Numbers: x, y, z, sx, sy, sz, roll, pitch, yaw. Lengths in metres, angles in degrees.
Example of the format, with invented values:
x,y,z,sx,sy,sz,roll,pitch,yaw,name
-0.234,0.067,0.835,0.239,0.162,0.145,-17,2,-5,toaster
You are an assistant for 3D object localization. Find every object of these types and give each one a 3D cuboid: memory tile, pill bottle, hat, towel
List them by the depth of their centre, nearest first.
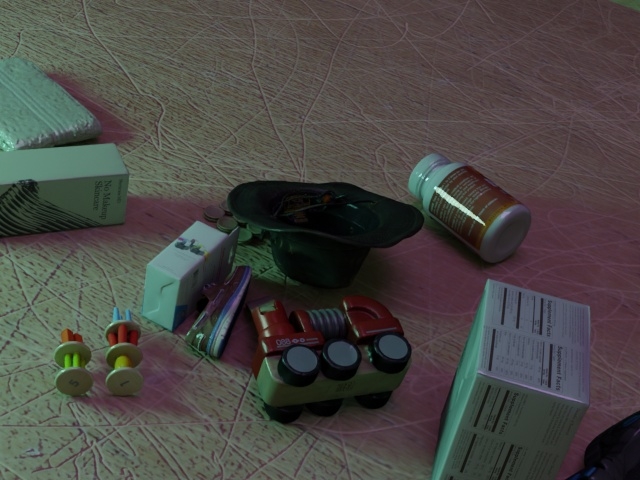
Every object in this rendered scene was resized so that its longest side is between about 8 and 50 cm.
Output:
x,y,z,sx,sy,sz,roll,pitch,yaw,name
0.000,0.000,1.799,0.331,0.134,0.331,6,18,-2,hat
-0.122,-0.044,1.922,0.148,0.012,0.113,-25,50,-40,memory tile
0.264,-0.065,1.978,0.121,0.121,0.216,-20,48,-37,pill bottle
-0.558,-0.247,2.030,0.187,0.049,0.282,-23,50,-38,towel

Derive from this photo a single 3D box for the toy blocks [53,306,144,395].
x,y,z,sx,sy,sz,roll,pitch,yaw,name
-0.316,0.150,1.562,0.123,0.054,0.148,3,37,-15,toy blocks

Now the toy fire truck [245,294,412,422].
x,y,z,sx,sy,sz,roll,pitch,yaw,name
-0.011,0.137,1.623,0.217,0.158,0.246,-5,50,-23,toy fire truck

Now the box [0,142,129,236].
x,y,z,sx,sy,sz,roll,pitch,yaw,name
-0.457,-0.081,1.783,0.275,0.113,0.094,-8,41,-25,box

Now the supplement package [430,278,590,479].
x,y,z,sx,sy,sz,roll,pitch,yaw,name
0.250,0.224,1.463,0.145,0.261,0.204,16,36,3,supplement package

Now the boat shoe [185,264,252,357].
x,y,z,sx,sy,sz,roll,pitch,yaw,name
-0.154,0.095,1.669,0.066,0.066,0.183,18,39,2,boat shoe

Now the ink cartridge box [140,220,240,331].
x,y,z,sx,sy,sz,roll,pitch,yaw,name
-0.199,0.044,1.699,0.062,0.104,0.181,25,37,15,ink cartridge box

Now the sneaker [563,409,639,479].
x,y,z,sx,sy,sz,roll,pitch,yaw,name
0.437,0.335,1.528,0.341,0.125,0.139,-29,80,-46,sneaker
